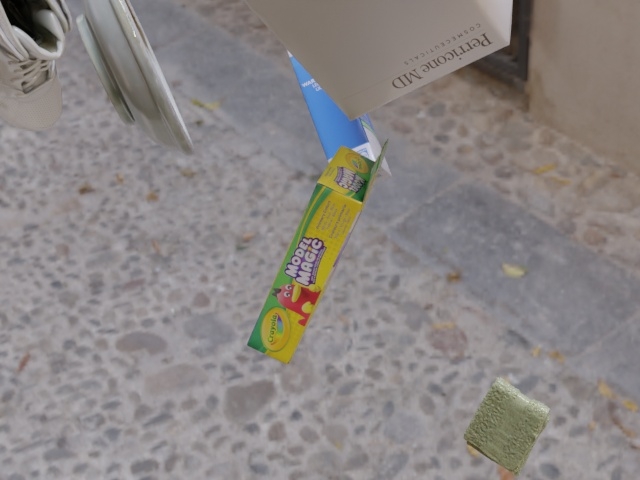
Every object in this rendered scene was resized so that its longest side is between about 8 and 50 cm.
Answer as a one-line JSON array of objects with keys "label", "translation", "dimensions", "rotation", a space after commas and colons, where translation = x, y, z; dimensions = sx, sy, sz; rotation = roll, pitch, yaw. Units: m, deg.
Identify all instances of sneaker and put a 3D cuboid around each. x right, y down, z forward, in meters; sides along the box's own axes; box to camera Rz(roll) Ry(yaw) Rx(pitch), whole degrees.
[{"label": "sneaker", "translation": [-0.351, -0.218, 1.155], "dimensions": [0.108, 0.293, 0.169], "rotation": [-40, 52, -21]}]

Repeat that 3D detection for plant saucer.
[{"label": "plant saucer", "translation": [-0.351, -0.322, 1.784], "dimensions": [0.100, 0.400, 0.400], "rotation": [-24, 40, -2]}]

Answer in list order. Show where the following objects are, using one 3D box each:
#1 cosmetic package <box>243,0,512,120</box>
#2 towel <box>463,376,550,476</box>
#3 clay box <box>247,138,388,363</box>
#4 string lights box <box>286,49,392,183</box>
[{"label": "cosmetic package", "translation": [0.004, -0.309, 0.898], "dimensions": [0.197, 0.365, 0.155], "rotation": [-24, 36, 34]}, {"label": "towel", "translation": [0.295, 0.295, 1.568], "dimensions": [0.110, 0.148, 0.027], "rotation": [32, 34, 21]}, {"label": "clay box", "translation": [0.000, 0.000, 0.990], "dimensions": [0.053, 0.222, 0.127], "rotation": [24, 23, 2]}, {"label": "string lights box", "translation": [0.029, -0.220, 1.626], "dimensions": [0.076, 0.133, 0.260], "rotation": [-23, 77, 12]}]
